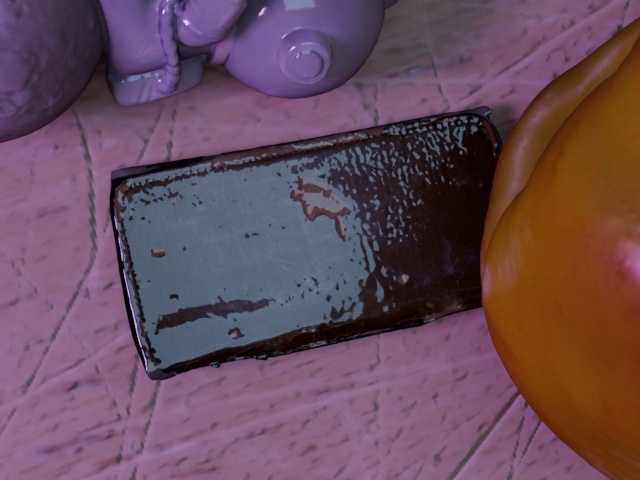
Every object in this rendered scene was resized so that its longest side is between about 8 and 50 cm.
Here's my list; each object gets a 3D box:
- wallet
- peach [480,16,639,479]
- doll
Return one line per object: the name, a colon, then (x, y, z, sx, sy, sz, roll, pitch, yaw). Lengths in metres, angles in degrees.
wallet: (0.000, 0.000, 0.718, 0.232, 0.031, 0.122, -11, 88, -10)
peach: (0.246, 0.011, 0.627, 0.308, 0.289, 0.289, 33, 86, -6)
doll: (-0.097, -0.123, 0.655, 0.287, 0.151, 0.151, -3, 91, -14)
